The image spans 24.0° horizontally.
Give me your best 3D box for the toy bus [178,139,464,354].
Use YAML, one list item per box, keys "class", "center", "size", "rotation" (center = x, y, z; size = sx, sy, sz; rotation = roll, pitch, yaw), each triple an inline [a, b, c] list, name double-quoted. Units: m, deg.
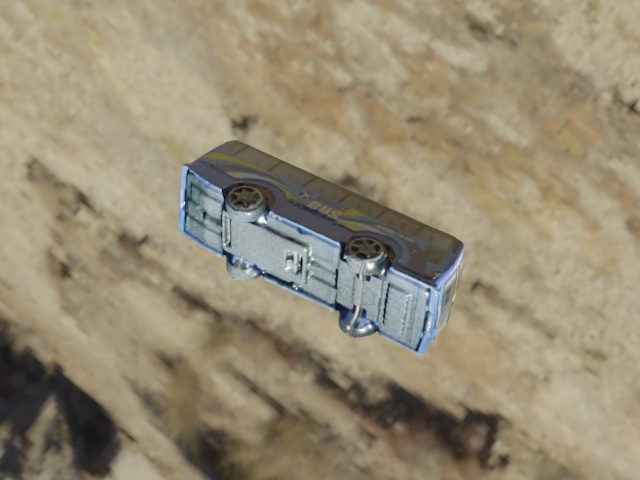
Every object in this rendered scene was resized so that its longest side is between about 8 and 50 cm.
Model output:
- class: "toy bus"
  center: [0.000, 0.000, 0.751]
  size: [0.153, 0.061, 0.051]
  rotation: [24, 132, 22]
